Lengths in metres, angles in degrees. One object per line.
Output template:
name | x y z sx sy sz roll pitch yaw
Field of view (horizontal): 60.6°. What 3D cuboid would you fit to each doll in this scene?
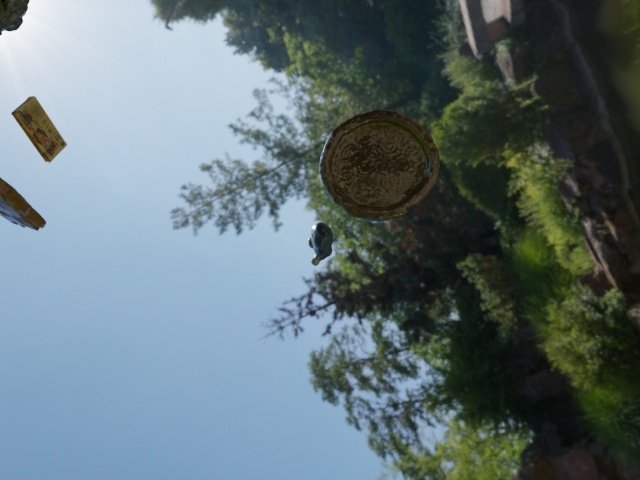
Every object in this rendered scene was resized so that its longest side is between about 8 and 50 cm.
doll | 0.000 0.000 1.149 0.083 0.050 0.076 93 166 -46

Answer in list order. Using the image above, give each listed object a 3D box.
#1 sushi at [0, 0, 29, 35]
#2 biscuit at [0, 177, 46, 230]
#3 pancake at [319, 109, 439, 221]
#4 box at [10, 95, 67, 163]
sushi | -0.347 -0.260 0.539 0.084 0.098 0.094 41 -145 18
biscuit | -0.785 -0.126 1.267 0.269 0.051 0.376 28 158 15
pancake | 0.095 -0.124 0.900 0.021 0.199 0.199 38 -151 -75
box | -0.670 -0.263 1.311 0.149 0.020 0.073 72 -152 -43
